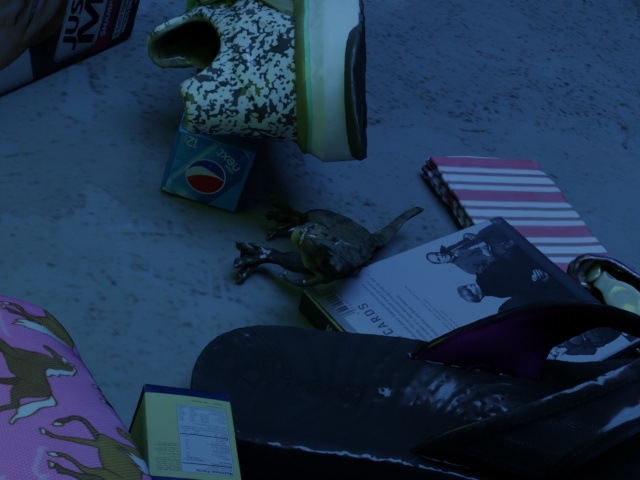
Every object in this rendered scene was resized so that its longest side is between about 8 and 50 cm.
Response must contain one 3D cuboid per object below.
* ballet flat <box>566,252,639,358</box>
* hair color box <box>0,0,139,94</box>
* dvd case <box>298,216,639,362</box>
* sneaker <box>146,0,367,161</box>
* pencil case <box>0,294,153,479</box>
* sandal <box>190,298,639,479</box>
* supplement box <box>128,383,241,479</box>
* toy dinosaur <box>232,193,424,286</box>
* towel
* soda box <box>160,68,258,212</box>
[{"bbox_3d":[0.304,0.084,1.029,0.221,0.077,0.079,37,8,20],"label":"ballet flat"},{"bbox_3d":[-0.294,-0.234,1.044,0.113,0.185,0.374,32,35,13],"label":"hair color box"},{"bbox_3d":[0.126,0.069,0.981,0.238,0.029,0.179,-20,51,-36],"label":"dvd case"},{"bbox_3d":[-0.069,-0.211,1.077,0.182,0.158,0.410,-4,33,-7],"label":"sneaker"},{"bbox_3d":[-0.144,0.168,0.517,0.160,0.167,0.386,1,21,-25],"label":"pencil case"},{"bbox_3d":[0.135,0.108,0.809,0.445,0.107,0.167,4,33,-6],"label":"sandal"},{"bbox_3d":[-0.088,0.148,0.721,0.056,0.083,0.083,9,35,-18],"label":"supplement box"},{"bbox_3d":[0.000,0.000,0.983,0.118,0.064,0.268,3,10,17],"label":"toy dinosaur"},{"bbox_3d":[0.198,-0.015,1.167,0.144,0.029,0.197,0,42,-29],"label":"towel"},{"bbox_3d":[-0.092,-0.116,1.102,0.071,0.067,0.210,17,34,-8],"label":"soda box"}]
